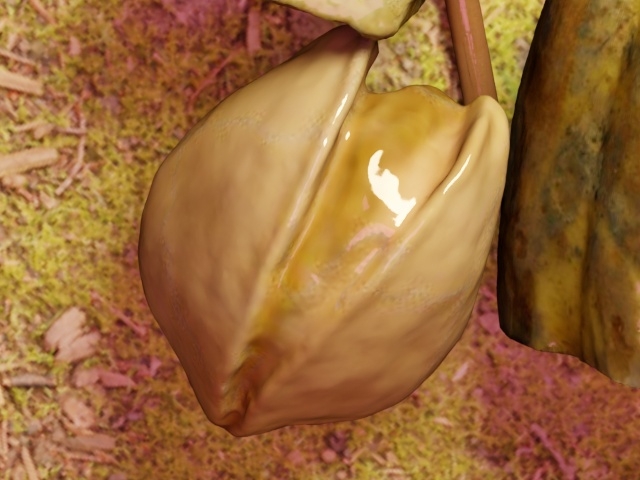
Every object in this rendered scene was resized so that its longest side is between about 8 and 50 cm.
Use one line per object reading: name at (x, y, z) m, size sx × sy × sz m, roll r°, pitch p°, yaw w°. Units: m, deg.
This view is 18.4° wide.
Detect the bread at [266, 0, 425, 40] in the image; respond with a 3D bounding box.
bread at (0.030, -0.239, 1.213) m, size 0.238 × 0.252 × 0.196 m, roll 15°, pitch 106°, yaw -1°

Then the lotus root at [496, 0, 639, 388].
lotus root at (0.247, -0.074, 1.239) m, size 0.250 × 0.250 × 0.346 m, roll 9°, pitch 105°, yaw 4°

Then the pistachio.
pistachio at (0.000, 0.000, 1.285) m, size 0.229 × 0.238 × 0.321 m, roll 27°, pitch 138°, yaw -6°

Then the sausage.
sausage at (0.103, -0.125, 1.349) m, size 0.026 × 0.026 × 0.116 m, roll -10°, pitch 102°, yaw 8°
